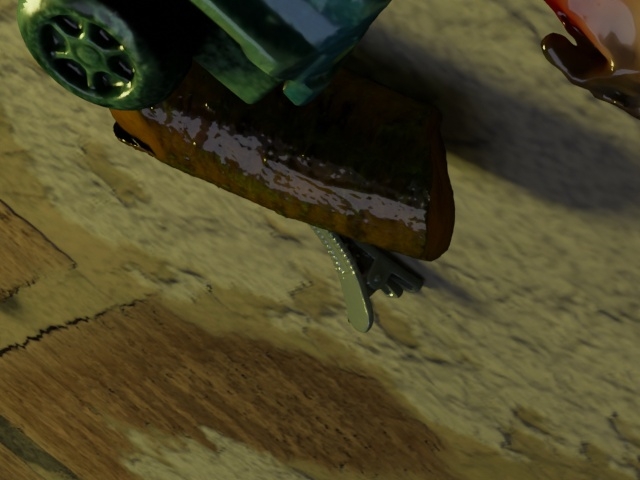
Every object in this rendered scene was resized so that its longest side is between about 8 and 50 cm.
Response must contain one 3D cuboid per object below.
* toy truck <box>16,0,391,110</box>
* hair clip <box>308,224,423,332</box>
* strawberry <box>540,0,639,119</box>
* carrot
[{"bbox_3d":[-0.080,-0.176,0.701,0.279,0.155,0.156,40,144,-11],"label":"toy truck"},{"bbox_3d":[0.001,0.000,1.031,0.115,0.039,0.030,45,146,-17],"label":"hair clip"},{"bbox_3d":[0.169,-0.124,0.573,0.190,0.111,0.236,38,132,15],"label":"strawberry"},{"bbox_3d":[-0.015,-0.053,0.915,0.173,0.082,0.082,20,152,12],"label":"carrot"}]
